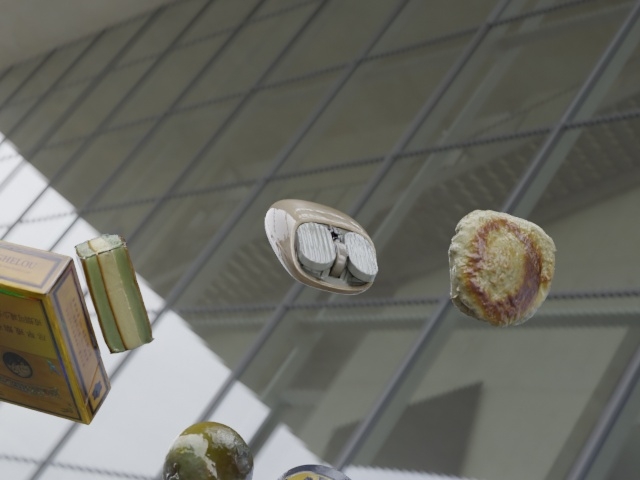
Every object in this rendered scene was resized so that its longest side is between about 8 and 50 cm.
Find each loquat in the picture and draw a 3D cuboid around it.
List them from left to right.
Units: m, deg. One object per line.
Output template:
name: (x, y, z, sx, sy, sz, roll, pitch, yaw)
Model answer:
loquat: (-0.182, 0.374, 2.202, 0.152, 0.152, 0.195, 20, 13, 28)

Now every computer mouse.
computer mouse: (0.000, 0.000, 1.934, 0.145, 0.082, 0.236, 15, 17, -19)

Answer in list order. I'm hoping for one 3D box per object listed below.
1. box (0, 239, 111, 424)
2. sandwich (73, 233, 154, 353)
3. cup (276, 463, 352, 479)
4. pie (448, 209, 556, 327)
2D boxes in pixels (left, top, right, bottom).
box: (-0.439, 0.135, 1.992, 0.193, 0.084, 0.301, 13, -42, 19)
sandwich: (-0.319, 0.080, 2.064, 0.113, 0.079, 0.163, -145, -143, -71)
cup: (0.004, 0.453, 1.865, 0.255, 0.256, 0.178, 17, -64, 13)
pie: (0.285, 0.046, 2.094, 0.205, 0.179, 0.084, 15, -2, -39)
